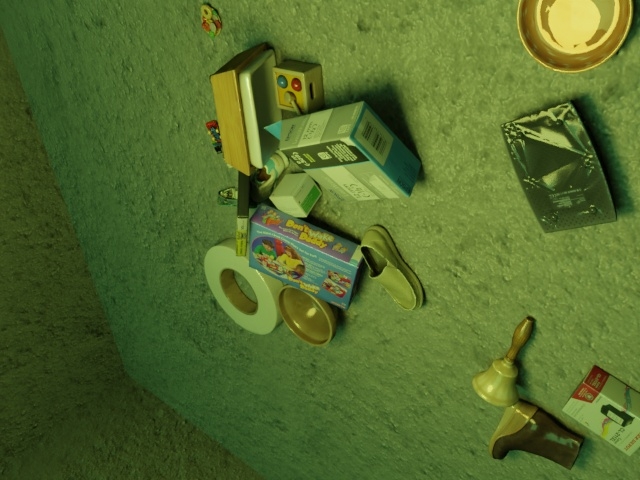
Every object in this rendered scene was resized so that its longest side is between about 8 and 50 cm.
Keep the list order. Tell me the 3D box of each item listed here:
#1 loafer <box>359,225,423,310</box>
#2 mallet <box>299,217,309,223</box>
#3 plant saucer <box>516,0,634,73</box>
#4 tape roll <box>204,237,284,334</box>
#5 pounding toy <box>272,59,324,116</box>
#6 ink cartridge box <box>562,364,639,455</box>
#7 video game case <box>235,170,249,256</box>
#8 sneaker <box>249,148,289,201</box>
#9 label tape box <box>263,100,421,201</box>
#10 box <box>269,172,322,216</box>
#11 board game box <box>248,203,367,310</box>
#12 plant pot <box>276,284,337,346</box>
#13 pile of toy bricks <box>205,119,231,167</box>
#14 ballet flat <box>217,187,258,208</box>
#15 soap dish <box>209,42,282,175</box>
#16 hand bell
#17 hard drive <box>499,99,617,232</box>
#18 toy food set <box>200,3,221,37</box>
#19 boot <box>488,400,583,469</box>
[{"bbox_3d":[0.187,0.091,1.628,0.102,0.092,0.269,-28,97,52],"label":"loafer"},{"bbox_3d":[0.000,0.000,1.806,0.189,0.039,0.062,33,135,18],"label":"mallet"},{"bbox_3d":[0.448,-0.399,1.032,0.199,0.037,0.200,27,135,31],"label":"plant saucer"},{"bbox_3d":[-0.285,0.176,2.200,0.391,0.072,0.392,26,134,30],"label":"tape roll"},{"bbox_3d":[-0.058,-0.378,1.519,0.130,0.100,0.141,21,132,35],"label":"pounding toy"},{"bbox_3d":[0.681,0.397,1.364,0.175,0.072,0.128,34,137,24],"label":"ink cartridge box"},{"bbox_3d":[-0.233,-0.128,1.763,0.248,0.035,0.275,106,164,-61],"label":"video game case"},{"bbox_3d":[-0.180,-0.189,1.798,0.087,0.092,0.229,46,143,7],"label":"sneaker"},{"bbox_3d":[0.035,-0.203,1.457,0.347,0.115,0.249,-3,150,45],"label":"label tape box"},{"bbox_3d":[-0.071,-0.132,1.704,0.101,0.101,0.087,2,140,44],"label":"box"},{"bbox_3d":[-0.046,0.053,1.757,0.346,0.078,0.233,24,143,11],"label":"board game box"},{"bbox_3d":[-0.024,0.223,1.934,0.237,0.109,0.238,26,134,30],"label":"plant pot"},{"bbox_3d":[-0.274,-0.327,1.788,0.212,0.117,0.105,66,-166,-62],"label":"pile of toy bricks"},{"bbox_3d":[-0.284,-0.143,1.967,0.188,0.070,0.070,7,123,39],"label":"ballet flat"},{"bbox_3d":[-0.193,-0.354,1.571,0.118,0.229,0.291,6,126,14],"label":"soap dish"},{"bbox_3d":[0.485,0.292,1.487,0.126,0.126,0.242,30,124,28],"label":"hand bell"},{"bbox_3d":[0.482,-0.146,1.175,0.172,0.054,0.255,-13,108,50],"label":"hard drive"},{"bbox_3d":[-0.313,-0.623,1.663,0.082,0.020,0.083,44,141,12],"label":"toy food set"},{"bbox_3d":[0.576,0.561,1.583,0.206,0.090,0.249,30,133,30],"label":"boot"}]
